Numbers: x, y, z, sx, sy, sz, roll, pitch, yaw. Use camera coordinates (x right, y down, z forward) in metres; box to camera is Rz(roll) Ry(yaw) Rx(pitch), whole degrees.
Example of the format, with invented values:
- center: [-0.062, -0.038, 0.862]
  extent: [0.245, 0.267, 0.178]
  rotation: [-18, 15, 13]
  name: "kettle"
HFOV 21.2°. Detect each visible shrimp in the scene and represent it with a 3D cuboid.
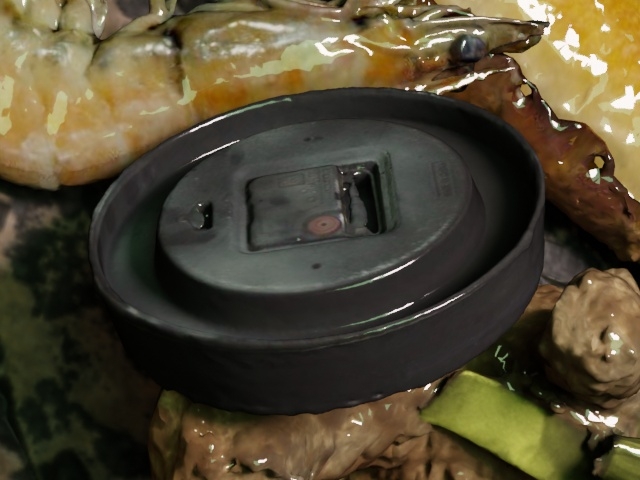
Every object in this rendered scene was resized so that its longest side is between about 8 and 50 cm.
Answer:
- center: [-0.047, -0.118, 0.785]
  extent: [0.296, 0.058, 0.169]
  rotation: [-9, 82, -11]
  name: "shrimp"

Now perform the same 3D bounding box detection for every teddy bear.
- center: [0.097, 0.122, 0.730]
  extent: [0.296, 0.222, 0.246]
  rotation: [-26, 128, -41]
  name: "teddy bear"

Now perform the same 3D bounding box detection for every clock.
- center: [0.000, 0.000, 0.685]
  extent: [0.184, 0.184, 0.040]
  rotation: [-29, 128, -27]
  name: "clock"

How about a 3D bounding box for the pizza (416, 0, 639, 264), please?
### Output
- center: [0.141, -0.177, 0.895]
  extent: [0.392, 0.080, 0.435]
  rotation: [11, 73, -22]
  name: "pizza"
